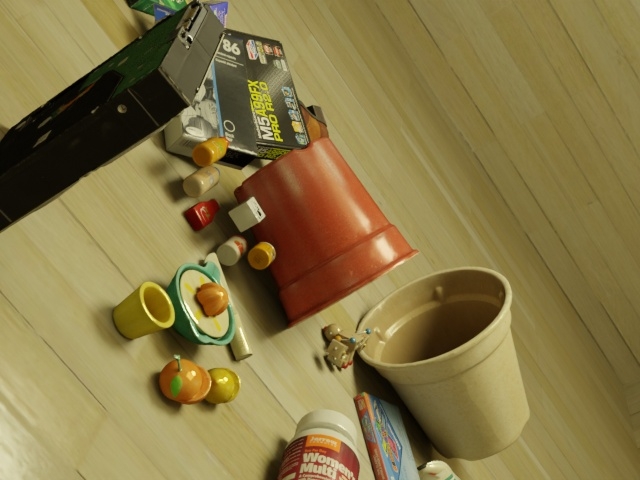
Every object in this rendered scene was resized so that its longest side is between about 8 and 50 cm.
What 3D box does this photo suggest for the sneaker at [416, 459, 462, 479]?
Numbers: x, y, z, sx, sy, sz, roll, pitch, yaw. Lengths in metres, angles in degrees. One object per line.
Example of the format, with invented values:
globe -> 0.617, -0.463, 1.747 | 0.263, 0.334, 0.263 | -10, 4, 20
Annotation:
sneaker -> 0.250, 0.500, 1.882 | 0.161, 0.057, 0.075 | 45, 21, -41

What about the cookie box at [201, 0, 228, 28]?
cookie box -> -0.230, -0.450, 1.953 | 0.107, 0.040, 0.092 | -51, 150, -67

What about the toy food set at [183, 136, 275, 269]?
toy food set -> -0.155, -0.058, 1.598 | 0.232, 0.111, 0.104 | 58, 22, -8

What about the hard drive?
hard drive -> -0.276, -0.146, 1.130 | 0.064, 0.339, 0.237 | 50, 23, -24

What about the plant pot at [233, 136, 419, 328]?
plant pot -> -0.005, -0.024, 1.681 | 0.265, 0.272, 0.272 | 60, 21, 2

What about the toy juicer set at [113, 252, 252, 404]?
toy juicer set -> -0.158, 0.129, 1.393 | 0.209, 0.089, 0.329 | 60, 21, -1

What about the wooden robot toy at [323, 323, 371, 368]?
wooden robot toy -> 0.033, 0.196, 1.801 | 0.079, 0.076, 0.173 | 29, 15, 17

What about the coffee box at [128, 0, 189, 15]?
coffee box -> -0.329, -0.497, 1.851 | 0.113, 0.040, 0.184 | 65, 21, 10

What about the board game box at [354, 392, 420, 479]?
board game box -> 0.143, 0.433, 1.768 | 0.145, 0.027, 0.281 | 34, 34, -51

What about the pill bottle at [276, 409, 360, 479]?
pill bottle -> -0.004, 0.360, 1.403 | 0.121, 0.121, 0.221 | 53, 23, -19

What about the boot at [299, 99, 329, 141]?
boot -> -0.042, -0.159, 2.066 | 0.264, 0.096, 0.280 | -1, 76, -68

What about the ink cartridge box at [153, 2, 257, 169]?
ink cartridge box -> -0.214, -0.298, 1.721 | 0.165, 0.065, 0.333 | 11, 57, -38

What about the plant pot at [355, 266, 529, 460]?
plant pot -> 0.283, 0.271, 1.943 | 0.334, 0.333, 0.305 | -75, 143, -60

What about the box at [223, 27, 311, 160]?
box -> -0.142, -0.292, 1.878 | 0.216, 0.060, 0.270 | 4, 62, -44
